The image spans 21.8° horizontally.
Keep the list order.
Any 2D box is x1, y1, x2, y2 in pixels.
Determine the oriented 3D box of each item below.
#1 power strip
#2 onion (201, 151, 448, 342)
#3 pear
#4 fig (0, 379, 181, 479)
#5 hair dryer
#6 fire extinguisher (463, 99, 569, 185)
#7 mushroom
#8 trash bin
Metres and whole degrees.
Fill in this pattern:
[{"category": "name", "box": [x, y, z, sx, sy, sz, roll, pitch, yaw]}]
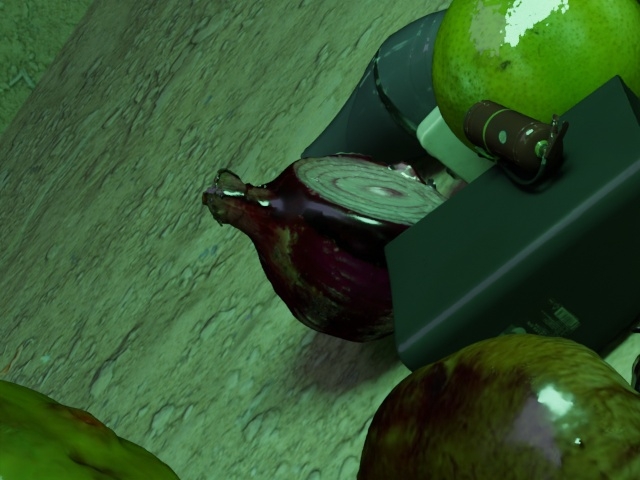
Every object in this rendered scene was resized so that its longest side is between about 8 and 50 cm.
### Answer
[{"category": "power strip", "box": [0.169, -0.130, 1.449, 0.192, 0.081, 0.035, -46, 24, 15]}, {"category": "onion", "box": [0.000, 0.000, 1.413, 0.195, 0.218, 0.140, -110, 33, -58]}, {"category": "pear", "box": [0.167, -0.161, 1.323, 0.180, 0.216, 0.166, -22, 10, 14]}, {"category": "fig", "box": [-0.279, 0.295, 1.394, 0.343, 0.343, 0.343, -42, 24, 23]}, {"category": "hair dryer", "box": [0.134, -0.208, 1.661, 0.301, 0.121, 0.361, -36, 16, 54]}, {"category": "fire extinguisher", "box": [0.141, -0.072, 1.197, 0.132, 0.039, 0.056, -139, 63, -68]}, {"category": "mushroom", "box": [0.144, 0.167, 0.915, 0.254, 0.267, 0.267, -14, 28, 3]}, {"category": "trash bin", "box": [0.169, 0.007, 1.209, 0.225, 0.115, 0.165, -40, 23, 19]}]
